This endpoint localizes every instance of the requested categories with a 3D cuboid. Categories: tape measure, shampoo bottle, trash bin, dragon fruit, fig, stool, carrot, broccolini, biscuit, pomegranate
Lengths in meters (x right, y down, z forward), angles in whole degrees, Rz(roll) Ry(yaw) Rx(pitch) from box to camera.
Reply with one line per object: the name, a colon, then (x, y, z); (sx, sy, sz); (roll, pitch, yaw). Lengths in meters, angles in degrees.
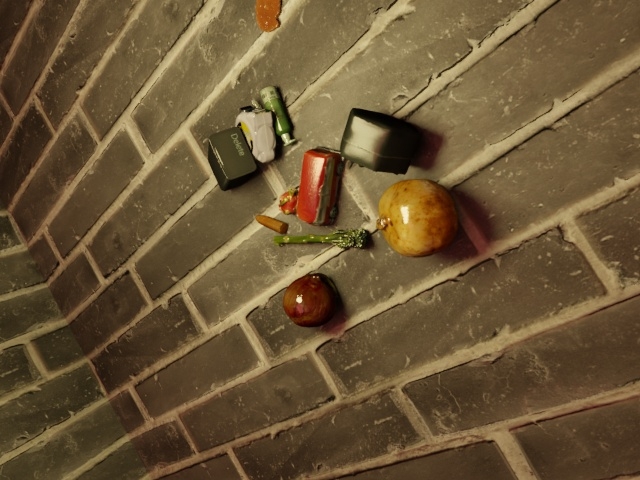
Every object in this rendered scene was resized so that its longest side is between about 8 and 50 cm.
tape measure: (-0.220, -0.376, 1.583); (0.178, 0.105, 0.196); (36, 141, 42)
shampoo bottle: (-0.142, -0.425, 1.563); (0.065, 0.065, 0.205); (-20, 92, 33)
trash bin: (-0.326, -0.280, 1.625); (0.165, 0.114, 0.225); (65, 161, -1)
dragon fruit: (-0.105, -0.140, 1.600); (0.081, 0.086, 0.116); (31, 127, 15)
fig: (-0.033, 0.204, 1.600); (0.205, 0.205, 0.205); (8, 107, 29)
stool: (0.170, -0.289, 1.324); (0.232, 0.232, 0.141); (27, 117, 22)
carrot: (-0.190, -0.066, 1.696); (0.139, 0.048, 0.048); (21, 113, 26)
broccolini: (-0.002, 0.004, 1.607); (0.391, 0.078, 0.074); (-1, 113, 38)
biscuit: (-0.173, -0.766, 1.516); (0.102, 0.019, 0.131); (9, 108, 29)
pomegranate: (0.273, -0.064, 1.308); (0.248, 0.248, 0.249); (8, 107, 29)

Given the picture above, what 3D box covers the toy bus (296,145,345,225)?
toy bus: (-0.009, -0.172, 1.515); (0.121, 0.119, 0.265); (19, 111, 27)
